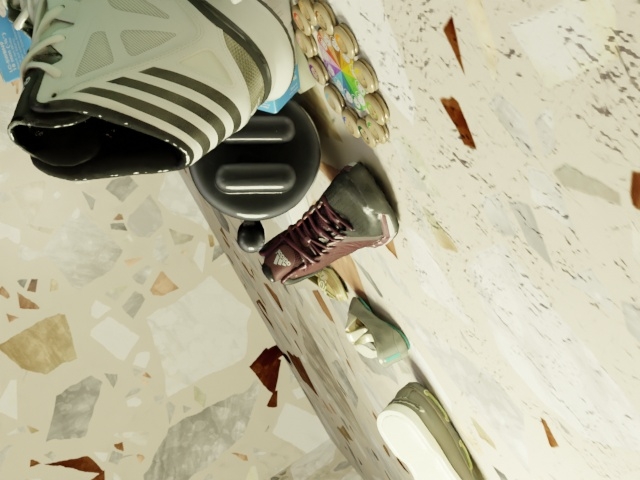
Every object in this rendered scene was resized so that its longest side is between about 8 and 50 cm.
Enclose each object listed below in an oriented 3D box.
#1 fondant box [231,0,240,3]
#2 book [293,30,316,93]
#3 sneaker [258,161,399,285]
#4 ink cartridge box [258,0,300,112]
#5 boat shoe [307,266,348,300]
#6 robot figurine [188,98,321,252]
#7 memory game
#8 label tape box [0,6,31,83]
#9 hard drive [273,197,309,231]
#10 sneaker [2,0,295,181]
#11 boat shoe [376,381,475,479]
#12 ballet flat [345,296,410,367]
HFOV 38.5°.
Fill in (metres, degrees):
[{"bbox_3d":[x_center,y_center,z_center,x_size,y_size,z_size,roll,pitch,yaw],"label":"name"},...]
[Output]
[{"bbox_3d":[-0.143,-0.415,0.853,0.330,0.096,0.238,54,169,28],"label":"fondant box"},{"bbox_3d":[-0.058,-0.253,1.107,0.144,0.035,0.096,61,173,-24],"label":"book"},{"bbox_3d":[0.000,0.000,1.180,0.106,0.162,0.281,57,170,8],"label":"sneaker"},{"bbox_3d":[-0.088,-0.241,1.025,0.104,0.060,0.180,19,139,25],"label":"ink cartridge box"},{"bbox_3d":[0.003,0.075,1.702,0.153,0.048,0.056,46,164,51],"label":"boat shoe"},{"bbox_3d":[-0.093,-0.113,1.214,0.173,0.209,0.278,38,180,-8],"label":"robot figurine"},{"bbox_3d":[0.020,-0.181,0.988,0.186,0.012,0.186,56,170,16],"label":"memory game"},{"bbox_3d":[-0.332,-0.370,1.247,0.334,0.105,0.241,-56,-44,-63],"label":"label tape box"},{"bbox_3d":[-0.109,-0.126,1.673,0.307,0.040,0.203,53,168,31],"label":"hard drive"},{"bbox_3d":[-0.269,-0.228,0.927,0.447,0.257,0.169,33,142,9],"label":"sneaker"},{"bbox_3d":[0.202,0.372,1.510,0.109,0.091,0.305,-16,112,41],"label":"boat shoe"},{"bbox_3d":[0.076,0.150,1.522,0.072,0.068,0.213,63,169,-23],"label":"ballet flat"}]
